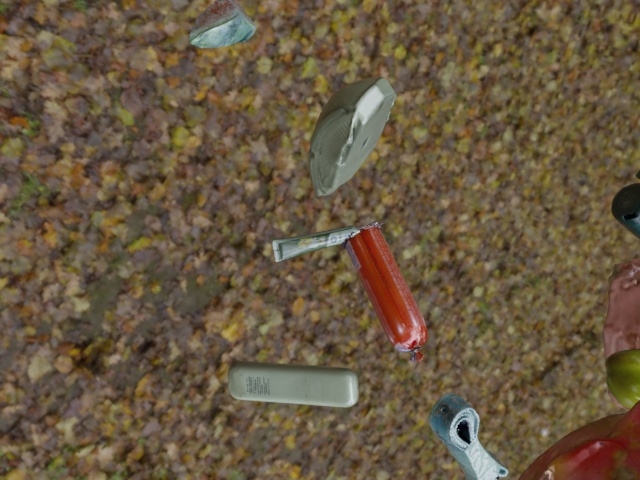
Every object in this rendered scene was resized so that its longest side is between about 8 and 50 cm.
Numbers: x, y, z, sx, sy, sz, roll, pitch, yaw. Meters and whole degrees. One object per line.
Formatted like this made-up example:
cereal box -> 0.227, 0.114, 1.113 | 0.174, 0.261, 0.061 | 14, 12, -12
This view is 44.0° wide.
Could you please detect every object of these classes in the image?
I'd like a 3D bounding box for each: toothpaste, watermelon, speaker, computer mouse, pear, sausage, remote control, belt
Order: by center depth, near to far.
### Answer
sausage -> 0.070, 0.053, 0.784 | 0.050, 0.145, 0.048 | -29, 156, 9
speaker -> 0.440, -0.053, 1.067 | 0.075, 0.060, 0.094 | 32, 76, -30
pear -> 0.449, 0.196, 1.125 | 0.092, 0.097, 0.092 | -48, 167, -15
belt -> 0.299, 0.410, 1.562 | 0.087, 0.072, 0.302 | -46, 130, -17
toothpaste -> 0.000, 0.000, 1.652 | 0.204, 0.031, 0.049 | -13, 110, -10
watermelon -> -0.208, -0.468, 1.698 | 0.180, 0.094, 0.081 | -48, 171, -42
remote control -> -0.066, 0.312, 1.722 | 0.038, 0.309, 0.090 | -21, 108, -66
computer mouse -> 0.062, -0.284, 2.084 | 0.228, 0.145, 0.429 | -50, 170, -33

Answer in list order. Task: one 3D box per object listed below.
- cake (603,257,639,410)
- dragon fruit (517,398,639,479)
cake -> 0.708, 0.179, 1.430 | 0.293, 0.314, 0.307 | -2, 93, -36
dragon fruit -> 0.355, 0.357, 0.754 | 0.249, 0.370, 0.386 | -67, 156, -85
